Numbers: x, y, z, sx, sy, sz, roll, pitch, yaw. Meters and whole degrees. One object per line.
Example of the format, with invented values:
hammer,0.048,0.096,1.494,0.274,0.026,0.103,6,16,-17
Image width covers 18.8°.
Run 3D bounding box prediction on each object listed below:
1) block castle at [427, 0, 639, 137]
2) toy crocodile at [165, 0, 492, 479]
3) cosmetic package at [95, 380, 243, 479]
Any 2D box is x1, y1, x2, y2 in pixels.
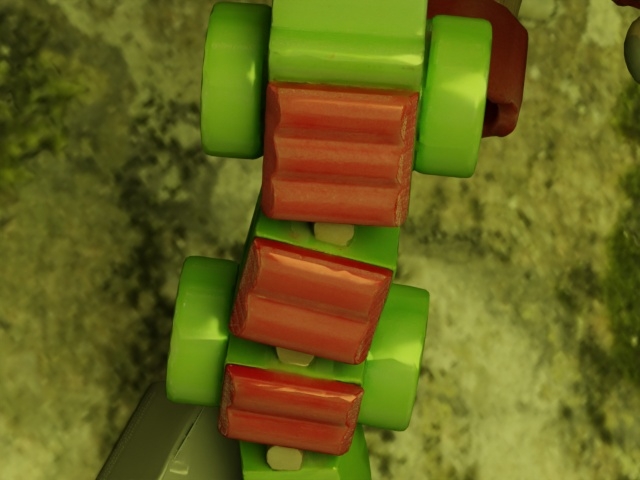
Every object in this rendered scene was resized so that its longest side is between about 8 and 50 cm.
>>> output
block castle,-0.024,-0.213,0.885,0.453,0.303,0.213,27,67,-21
toy crocodile,0.000,0.000,0.799,0.115,0.105,0.340,9,123,-1
cosmetic package,-0.007,0.180,0.961,0.238,0.107,0.127,37,70,-15
